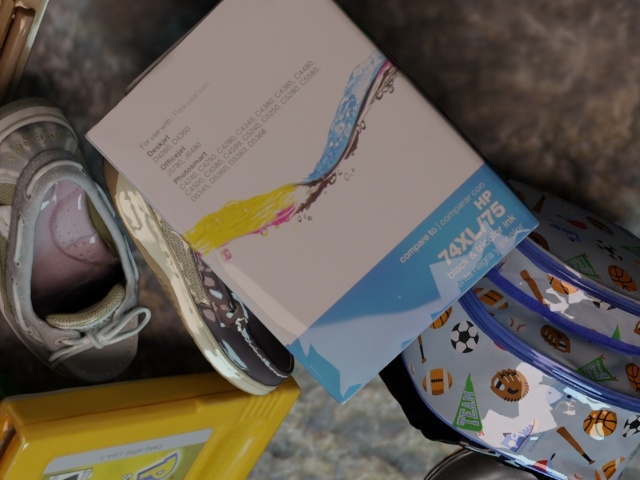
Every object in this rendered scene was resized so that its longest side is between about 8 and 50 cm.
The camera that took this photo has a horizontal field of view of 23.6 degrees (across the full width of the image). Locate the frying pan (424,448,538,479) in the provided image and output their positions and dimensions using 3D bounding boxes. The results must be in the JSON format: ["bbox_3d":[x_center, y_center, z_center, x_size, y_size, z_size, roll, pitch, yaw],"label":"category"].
[{"bbox_3d":[0.254,0.309,1.630,0.326,0.053,0.197,18,122,-16],"label":"frying pan"}]

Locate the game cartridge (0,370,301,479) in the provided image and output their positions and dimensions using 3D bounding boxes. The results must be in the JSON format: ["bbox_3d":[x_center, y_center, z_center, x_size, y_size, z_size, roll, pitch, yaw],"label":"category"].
[{"bbox_3d":[-0.199,0.241,1.417,0.323,0.053,0.285,-2,133,-44],"label":"game cartridge"}]

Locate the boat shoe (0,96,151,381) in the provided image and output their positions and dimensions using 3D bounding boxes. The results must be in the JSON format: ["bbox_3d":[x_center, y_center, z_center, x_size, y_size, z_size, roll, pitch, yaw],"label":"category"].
[{"bbox_3d":[-0.211,0.024,1.287,0.118,0.103,0.320,-24,140,-18],"label":"boat shoe"}]

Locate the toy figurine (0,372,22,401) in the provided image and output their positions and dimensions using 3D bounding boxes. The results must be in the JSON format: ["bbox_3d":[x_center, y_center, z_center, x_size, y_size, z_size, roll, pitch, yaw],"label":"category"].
[{"bbox_3d":[-0.367,0.181,1.406,0.159,0.130,0.173,-7,136,8],"label":"toy figurine"}]

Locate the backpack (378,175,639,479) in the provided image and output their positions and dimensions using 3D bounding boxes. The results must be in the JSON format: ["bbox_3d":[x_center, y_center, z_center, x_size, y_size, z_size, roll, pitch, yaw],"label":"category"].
[{"bbox_3d":[0.188,0.083,1.320,0.276,0.263,0.213,17,121,-18],"label":"backpack"}]

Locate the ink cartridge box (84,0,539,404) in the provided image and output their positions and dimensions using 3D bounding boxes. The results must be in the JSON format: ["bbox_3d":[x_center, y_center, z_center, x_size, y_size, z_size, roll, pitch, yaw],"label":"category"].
[{"bbox_3d":[-0.004,-0.057,1.157,0.197,0.198,0.270,-43,95,8],"label":"ink cartridge box"}]

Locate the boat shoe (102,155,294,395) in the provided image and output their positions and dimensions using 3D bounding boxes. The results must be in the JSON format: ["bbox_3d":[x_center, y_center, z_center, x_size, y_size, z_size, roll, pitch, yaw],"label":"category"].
[{"bbox_3d":[-0.086,0.020,1.338,0.092,0.103,0.285,-23,120,15],"label":"boat shoe"}]

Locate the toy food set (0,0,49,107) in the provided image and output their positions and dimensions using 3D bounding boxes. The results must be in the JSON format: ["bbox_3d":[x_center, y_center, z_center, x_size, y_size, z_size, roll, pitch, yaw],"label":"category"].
[{"bbox_3d":[-0.350,-0.120,1.202,0.219,0.092,0.306,17,122,-19],"label":"toy food set"}]
